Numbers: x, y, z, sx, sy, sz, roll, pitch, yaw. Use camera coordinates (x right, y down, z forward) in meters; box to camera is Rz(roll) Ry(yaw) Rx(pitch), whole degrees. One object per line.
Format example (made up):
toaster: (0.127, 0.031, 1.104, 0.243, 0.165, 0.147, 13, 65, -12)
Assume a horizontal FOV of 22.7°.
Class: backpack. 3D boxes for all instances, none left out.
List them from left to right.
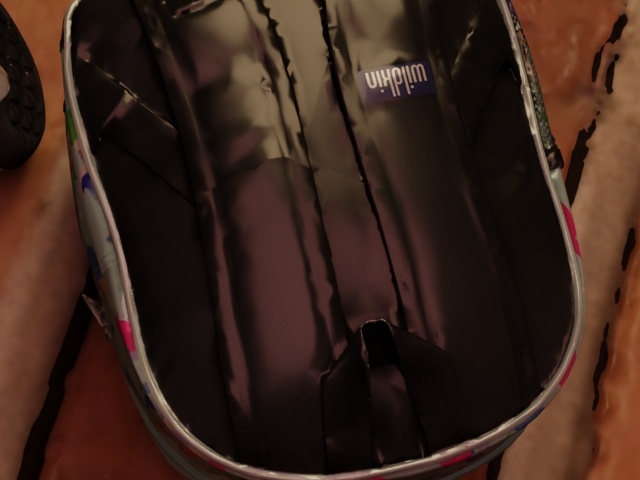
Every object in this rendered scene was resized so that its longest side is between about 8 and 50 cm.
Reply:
backpack: (0.000, 0.000, 0.747, 0.225, 0.191, 0.253, -13, 70, -11)

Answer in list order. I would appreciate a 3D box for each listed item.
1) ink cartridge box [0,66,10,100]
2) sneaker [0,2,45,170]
ink cartridge box: (-0.333, -0.078, 0.676, 0.309, 0.130, 0.272, 47, 44, -10)
sneaker: (-0.231, -0.121, 0.817, 0.097, 0.084, 0.235, -36, 83, 11)
